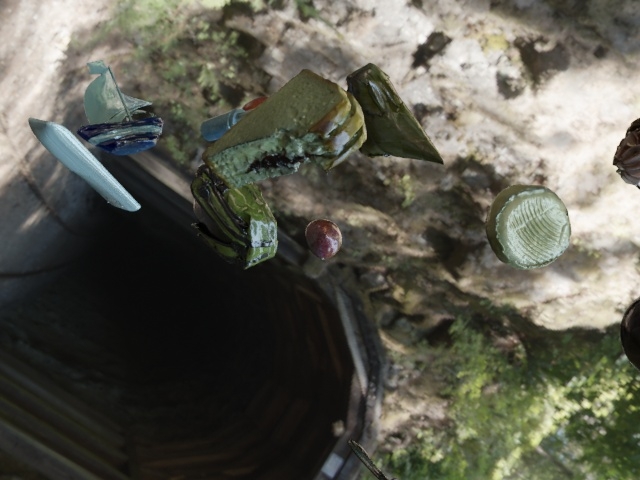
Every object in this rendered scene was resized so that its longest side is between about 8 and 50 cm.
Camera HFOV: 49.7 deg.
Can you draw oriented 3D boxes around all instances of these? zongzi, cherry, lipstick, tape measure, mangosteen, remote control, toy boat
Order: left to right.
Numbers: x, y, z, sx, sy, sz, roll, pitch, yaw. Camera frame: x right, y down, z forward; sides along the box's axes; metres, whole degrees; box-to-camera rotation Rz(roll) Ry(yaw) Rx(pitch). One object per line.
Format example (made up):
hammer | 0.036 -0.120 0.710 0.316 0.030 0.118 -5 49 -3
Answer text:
remote control | -0.516 -0.159 1.512 0.103 0.293 0.051 16 -114 39
toy boat | -0.514 -0.344 1.801 0.070 0.210 0.291 129 -36 -51
lipstick | -0.206 -0.311 1.796 0.274 0.061 0.068 -6 -128 42
cherry | 0.000 0.000 1.855 0.090 0.107 0.225 -35 179 -14
tape measure | 0.169 0.620 1.672 0.098 0.351 0.215 -37 160 0
zongzi | 0.247 -0.405 2.253 0.160 0.322 0.361 -36 -143 -22
mangosteen | 0.736 0.225 1.419 0.231 0.231 0.289 -41 -171 45

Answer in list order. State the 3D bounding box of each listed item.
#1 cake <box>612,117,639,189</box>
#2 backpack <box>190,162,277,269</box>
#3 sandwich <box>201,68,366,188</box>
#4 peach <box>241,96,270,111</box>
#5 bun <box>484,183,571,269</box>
cake | 0.794 -0.213 1.673 0.185 0.178 0.207 -135 -135 -74
backpack | -0.198 -0.054 1.560 0.140 0.253 0.207 -26 147 -28
sandwich | -0.068 -0.184 1.270 0.288 0.099 0.254 -38 -142 1
peach | -0.178 -0.359 2.179 0.197 0.197 0.197 -50 -167 17
bun | 0.599 -0.043 2.042 0.259 0.259 0.152 -54 -170 1
